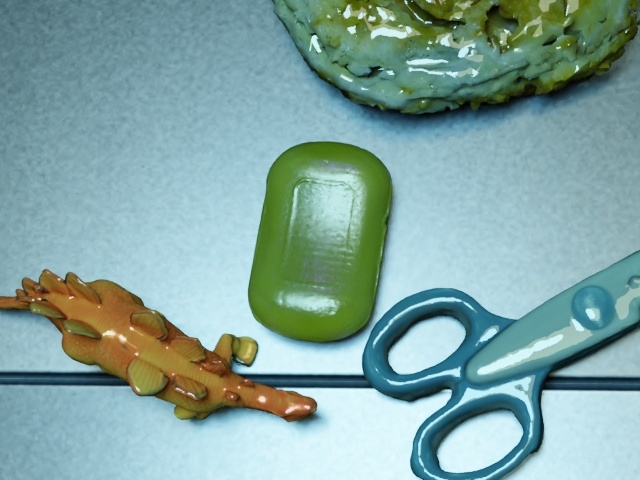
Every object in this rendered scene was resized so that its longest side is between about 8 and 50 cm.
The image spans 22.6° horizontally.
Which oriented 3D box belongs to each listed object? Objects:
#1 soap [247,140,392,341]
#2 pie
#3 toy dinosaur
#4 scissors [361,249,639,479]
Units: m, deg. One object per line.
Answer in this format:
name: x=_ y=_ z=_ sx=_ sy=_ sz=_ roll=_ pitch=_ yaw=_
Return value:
soap: x=0.000 y=0.000 z=1.090 sx=0.089 sy=0.045 sz=0.140 roll=8 pitch=76 yaw=7
pie: x=0.089 y=-0.218 z=1.113 sx=0.308 sy=0.085 sz=0.308 roll=-2 pitch=77 yaw=7
toy dinosaur: x=-0.138 y=0.061 z=1.057 sx=0.288 sy=0.117 sz=0.070 roll=20 pitch=80 yaw=9
scissors: x=0.171 y=0.052 z=1.057 sx=0.289 sy=0.041 sz=0.138 roll=-28 pitch=66 yaw=1
